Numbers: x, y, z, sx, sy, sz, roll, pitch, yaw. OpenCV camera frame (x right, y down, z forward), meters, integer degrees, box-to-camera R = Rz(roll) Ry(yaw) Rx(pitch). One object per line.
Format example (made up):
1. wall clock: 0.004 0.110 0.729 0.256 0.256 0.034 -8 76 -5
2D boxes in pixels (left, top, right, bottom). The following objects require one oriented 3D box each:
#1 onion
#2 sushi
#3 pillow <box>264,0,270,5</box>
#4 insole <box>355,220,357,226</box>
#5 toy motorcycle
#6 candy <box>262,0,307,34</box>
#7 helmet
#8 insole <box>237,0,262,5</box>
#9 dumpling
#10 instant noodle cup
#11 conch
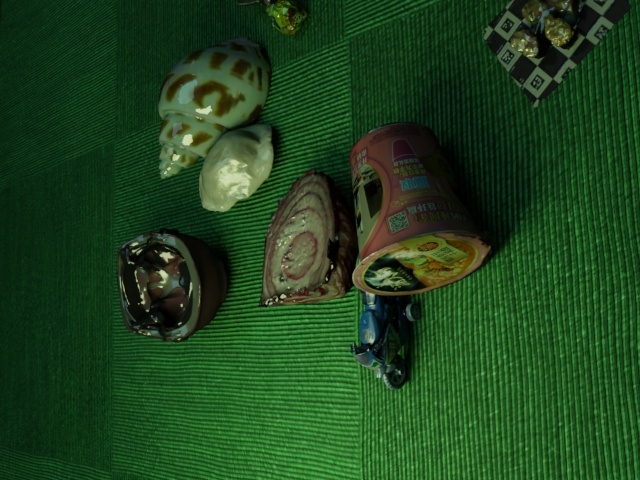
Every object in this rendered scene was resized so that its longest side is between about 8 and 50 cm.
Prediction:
1. onion: 0.000 0.000 1.463 0.314 0.146 0.280 -24 54 59
2. sushi: 0.368 -0.360 1.181 0.210 0.040 0.193 -47 55 32
3. pillow: -0.111 -0.628 1.583 0.118 0.043 0.185 51 133 18
4. insole: 0.117 -0.010 1.429 0.193 0.006 0.065 3 88 46
5. toy motorcycle: 0.109 0.148 1.327 0.092 0.135 0.255 -11 78 45
6. candy: -0.118 -0.550 1.695 0.262 0.073 0.077 45 128 46
7. helmet: -0.340 0.105 1.756 0.338 0.197 0.271 -10 88 38
8. insole: -0.068 -0.597 1.638 0.348 0.009 0.119 0 53 44
9. dumpling: -0.193 -0.169 1.682 0.250 0.132 0.162 -51 46 4
10. instant noodle cup: 0.151 -0.062 1.260 0.244 0.243 0.255 -34 55 39
11. conch: -0.275 -0.319 1.741 0.249 0.197 0.368 26 111 24
